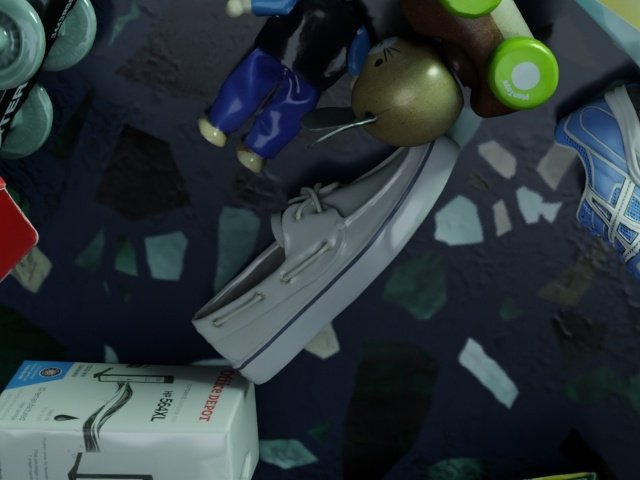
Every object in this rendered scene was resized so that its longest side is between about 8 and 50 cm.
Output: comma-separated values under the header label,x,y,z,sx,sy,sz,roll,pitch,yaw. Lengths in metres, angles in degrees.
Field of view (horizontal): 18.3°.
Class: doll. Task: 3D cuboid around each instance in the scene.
label,x,y,z,sx,sy,sz,roll,pitch,yaw
doll,-0.022,-0.148,1.563,0.129,0.046,0.189,35,110,-9

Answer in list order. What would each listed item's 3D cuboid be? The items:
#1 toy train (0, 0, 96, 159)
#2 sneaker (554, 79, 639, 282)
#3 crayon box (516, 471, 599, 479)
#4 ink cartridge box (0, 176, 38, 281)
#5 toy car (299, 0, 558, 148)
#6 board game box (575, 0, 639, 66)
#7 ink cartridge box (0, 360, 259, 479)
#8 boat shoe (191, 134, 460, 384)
label,x,y,z,sx,sy,sz,roll,pitch,yaw
toy train,-0.313,-0.123,1.569,0.190,0.142,0.334,33,112,8
sneaker,0.249,-0.017,1.565,0.081,0.080,0.211,-17,97,19
crayon box,0.086,0.377,1.684,0.362,0.106,0.313,-10,107,17
ink cartridge box,-0.331,-0.045,1.477,0.134,0.078,0.231,-44,79,26
toy car,0.064,-0.131,1.484,0.188,0.155,0.149,-31,103,5
board game box,0.244,-0.303,1.459,0.336,0.079,0.254,44,108,-9
ink cartridge box,-0.160,0.163,1.635,0.203,0.148,0.086,0,107,6
boat shoe,0.000,0.000,1.592,0.088,0.096,0.267,38,118,-12
